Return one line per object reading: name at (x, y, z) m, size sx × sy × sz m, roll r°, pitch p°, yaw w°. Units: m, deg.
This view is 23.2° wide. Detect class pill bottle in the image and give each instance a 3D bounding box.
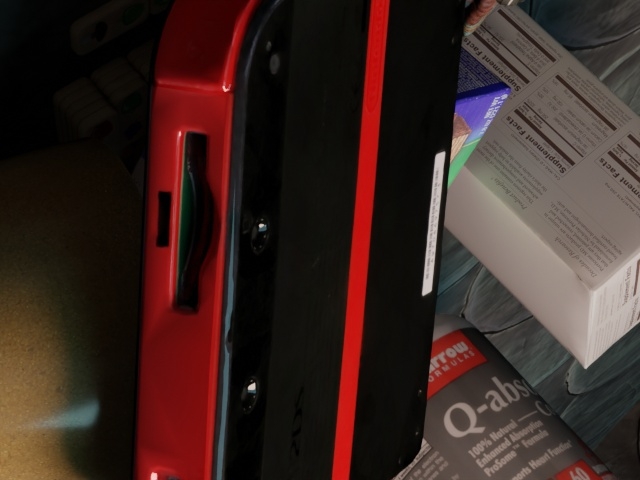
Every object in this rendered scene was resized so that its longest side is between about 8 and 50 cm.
pill bottle at (0.130, 0.208, 1.614) m, size 0.210 × 0.363 × 0.210 m, roll -35°, pitch 157°, yaw -17°

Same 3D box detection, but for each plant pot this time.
plant pot at (-0.246, 0.071, 0.964) m, size 0.254 × 0.237 × 0.237 m, roll -11°, pitch 145°, yaw -26°

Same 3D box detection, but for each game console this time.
game console at (-0.004, 0.011, 0.989) m, size 0.342 × 0.060 × 0.387 m, roll -25°, pitch 123°, yaw -62°

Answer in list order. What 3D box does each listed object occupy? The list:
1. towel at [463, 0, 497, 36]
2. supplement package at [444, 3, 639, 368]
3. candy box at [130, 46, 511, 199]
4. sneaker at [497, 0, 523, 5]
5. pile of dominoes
towel at (0.247, -0.309, 1.166) m, size 0.370 × 0.040 × 0.271 m, roll -46°, pitch 179°, yaw -6°
supplement package at (0.203, -0.049, 1.408) m, size 0.145 × 0.262 × 0.204 m, roll -39°, pitch 158°, yaw -9°
candy box at (-0.022, -0.029, 1.204) m, size 0.317 × 0.122 × 0.268 m, roll -20°, pitch 147°, yaw -55°
sneaker at (0.069, -0.183, 0.937) m, size 0.077 × 0.072 × 0.178 m, roll -34°, pitch 150°, yaw 16°
pile of dominoes at (-0.072, -0.127, 1.105) m, size 0.251 × 0.040 × 0.196 m, roll -33°, pitch 155°, yaw -22°
